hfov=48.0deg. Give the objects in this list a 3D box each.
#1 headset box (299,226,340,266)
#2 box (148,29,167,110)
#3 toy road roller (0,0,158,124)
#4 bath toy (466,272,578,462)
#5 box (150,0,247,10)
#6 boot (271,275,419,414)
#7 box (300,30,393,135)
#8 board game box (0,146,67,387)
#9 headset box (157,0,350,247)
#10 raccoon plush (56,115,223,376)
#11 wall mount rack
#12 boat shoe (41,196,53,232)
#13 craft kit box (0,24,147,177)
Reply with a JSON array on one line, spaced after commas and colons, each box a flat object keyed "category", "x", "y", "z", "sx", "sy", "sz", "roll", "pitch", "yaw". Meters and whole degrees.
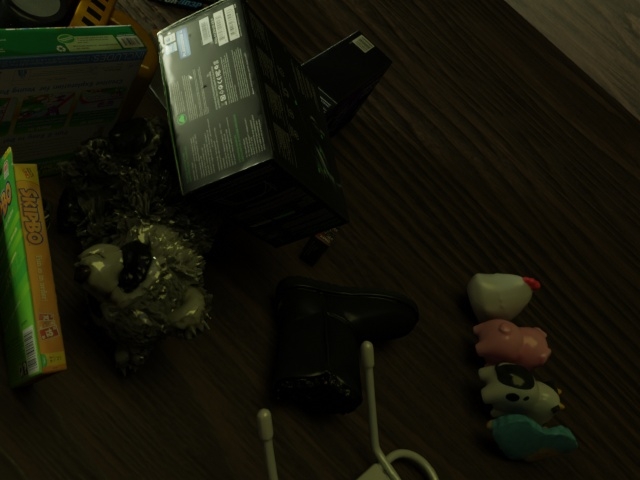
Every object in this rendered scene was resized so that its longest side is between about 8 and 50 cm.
[{"category": "headset box", "x": 0.000, "y": 0.000, "z": 1.220, "sx": 0.032, "sy": 0.062, "sz": 0.083, "roll": 35, "pitch": 42, "yaw": -3}, {"category": "box", "x": -0.225, "y": -0.292, "z": 1.295, "sx": 0.130, "sy": 0.091, "sz": 0.170, "roll": -23, "pitch": 69, "yaw": -46}, {"category": "toy road roller", "x": -0.377, "y": -0.329, "z": 1.137, "sx": 0.240, "sy": 0.202, "sz": 0.330, "roll": 24, "pitch": 48, "yaw": -22}, {"category": "bath toy", "x": 0.344, "y": 0.198, "z": 1.246, "sx": 0.151, "sy": 0.129, "sz": 0.348, "roll": 51, "pitch": 28, "yaw": -42}, {"category": "box", "x": -0.283, "y": -0.564, "z": 1.527, "sx": 0.220, "sy": 0.051, "sz": 0.175, "roll": -1, "pitch": 55, "yaw": -36}, {"category": "boot", "x": 0.044, "y": 0.166, "z": 1.075, "sx": 0.246, "sy": 0.094, "sz": 0.207, "roll": 13, "pitch": 43, "yaw": -17}, {"category": "box", "x": 0.009, "y": -0.270, "z": 1.376, "sx": 0.103, "sy": 0.184, "sz": 0.261, "roll": 43, "pitch": 41, "yaw": 1}, {"category": "board game box", "x": -0.346, "y": 0.032, "z": 0.832, "sx": 0.039, "sy": 0.124, "sz": 0.260, "roll": -7, "pitch": 78, "yaw": -40}, {"category": "headset box", "x": -0.080, "y": -0.147, "z": 1.002, "sx": 0.283, "sy": 0.131, "sz": 0.246, "roll": 32, "pitch": 42, "yaw": -63}, {"category": "raccoon plush", "x": -0.158, "y": -0.003, "z": 1.016, "sx": 0.446, "sy": 0.216, "sz": 0.299, "roll": -12, "pitch": 70, "yaw": -42}, {"category": "wall mount rack", "x": 0.051, "y": 0.318, "z": 0.911, "sx": 0.350, "sy": 0.130, "sz": 0.304, "roll": -24, "pitch": 75, "yaw": -46}, {"category": "boat shoe", "x": -0.463, "y": -0.040, "z": 0.909, "sx": 0.233, "sy": 0.079, "sz": 0.084, "roll": 8, "pitch": 51, "yaw": -29}, {"category": "craft kit box", "x": -0.383, "y": -0.174, "z": 0.958, "sx": 0.249, "sy": 0.247, "sz": 0.061, "roll": -18, "pitch": 64, "yaw": -45}]
